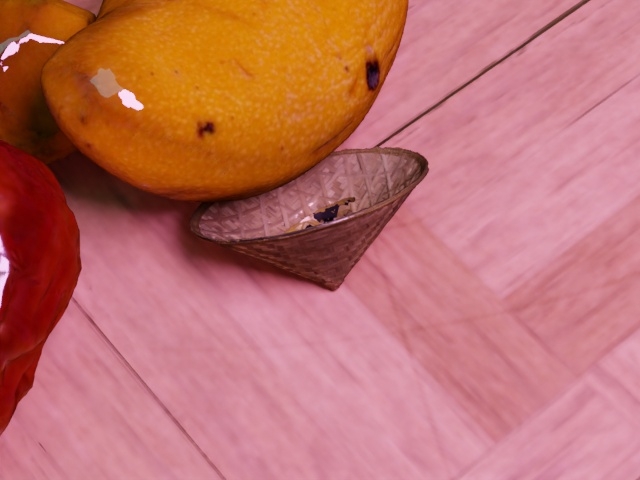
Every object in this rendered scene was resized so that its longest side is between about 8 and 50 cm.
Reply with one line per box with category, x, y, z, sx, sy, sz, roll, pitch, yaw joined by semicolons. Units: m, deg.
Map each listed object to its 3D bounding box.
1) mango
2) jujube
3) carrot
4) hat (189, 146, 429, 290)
mango;-0.051;-0.119;0.901;0.177;0.120;0.295;47;52;-6
jujube;-0.237;0.049;0.801;0.174;0.174;0.250;21;72;12
carrot;-0.279;-0.087;0.911;0.301;0.114;0.114;-5;59;0
hat;0.000;0.000;0.888;0.146;0.067;0.146;-13;19;5
